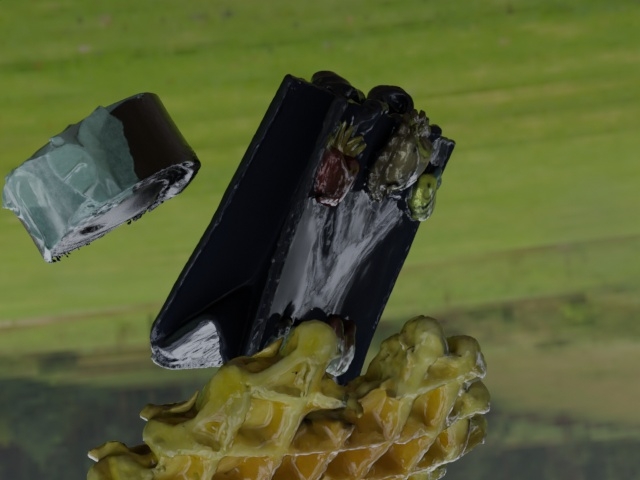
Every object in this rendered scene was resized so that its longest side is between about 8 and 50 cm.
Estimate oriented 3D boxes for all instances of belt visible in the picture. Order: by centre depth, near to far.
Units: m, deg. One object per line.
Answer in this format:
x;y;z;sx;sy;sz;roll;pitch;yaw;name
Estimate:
-0.174;-0.049;1.432;0.151;0.078;0.198;-32;177;-5;belt

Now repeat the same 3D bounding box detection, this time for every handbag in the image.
0.000;0.000;1.770;0.122;0.329;0.303;29;-173;21;handbag

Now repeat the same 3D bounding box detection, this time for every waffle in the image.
-0.013;0.136;1.101;0.261;0.056;0.250;-32;147;1;waffle
